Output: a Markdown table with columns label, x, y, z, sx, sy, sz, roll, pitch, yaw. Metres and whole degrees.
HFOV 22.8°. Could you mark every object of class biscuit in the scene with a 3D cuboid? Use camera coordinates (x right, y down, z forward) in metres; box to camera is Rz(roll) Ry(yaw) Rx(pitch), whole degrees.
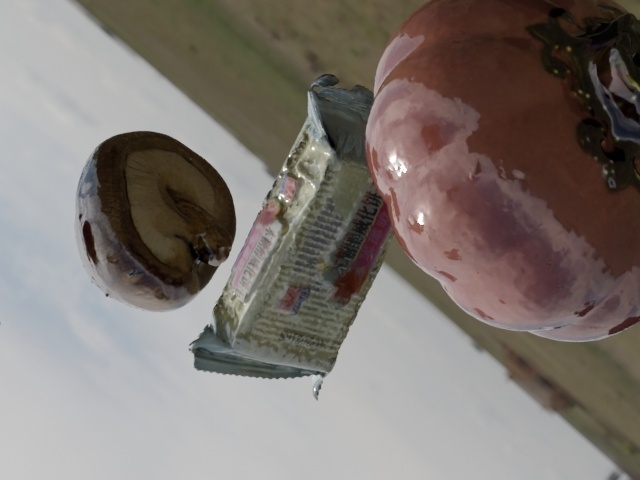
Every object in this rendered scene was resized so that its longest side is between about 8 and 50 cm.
| label | x | y | z | sx | sy | sz | roll | pitch | yaw |
| --- | --- | --- | --- | --- | --- | --- | --- | --- | --- |
| biscuit | -0.003 | -0.001 | 1.540 | 0.186 | 0.309 | 0.079 | 18 | -166 | -43 |

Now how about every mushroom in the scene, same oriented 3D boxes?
| label | x | y | z | sx | sy | sz | roll | pitch | yaw |
| --- | --- | --- | --- | --- | --- | --- | --- | --- | --- |
| mushroom | -0.194 | -0.017 | 1.781 | 0.194 | 0.138 | 0.231 | 41 | -148 | 5 |

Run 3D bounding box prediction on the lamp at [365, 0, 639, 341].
| label | x | y | z | sx | sy | sz | roll | pitch | yaw |
| --- | --- | --- | --- | --- | --- | --- | --- | --- | --- |
| lamp | 0.185 | -0.076 | 1.224 | 0.305 | 0.239 | 0.305 | 24 | -131 | -31 |
